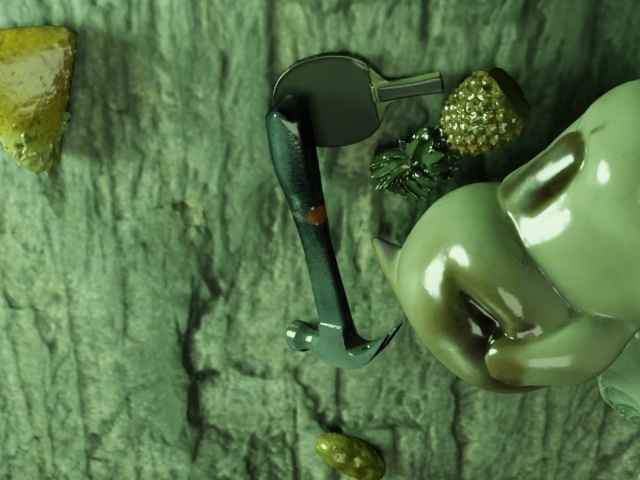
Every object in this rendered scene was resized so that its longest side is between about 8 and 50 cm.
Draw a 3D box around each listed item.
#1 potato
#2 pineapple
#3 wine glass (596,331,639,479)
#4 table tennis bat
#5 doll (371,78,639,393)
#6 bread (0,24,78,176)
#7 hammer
[{"bbox_3d":[0.038,0.240,1.294,0.092,0.045,0.046,32,122,-21],"label":"potato"},{"bbox_3d":[0.113,-0.091,1.055,0.159,0.074,0.074,-35,115,30],"label":"pineapple"},{"bbox_3d":[0.362,0.171,1.138,0.164,0.196,0.165,1,122,2],"label":"wine glass"},{"bbox_3d":[0.033,-0.131,1.062,0.158,0.014,0.095,-9,122,11],"label":"table tennis bat"},{"bbox_3d":[0.229,0.005,1.012,0.370,0.226,0.215,-38,113,25],"label":"doll"},{"bbox_3d":[-0.265,-0.143,1.052,0.136,0.054,0.154,-39,116,22],"label":"bread"},{"bbox_3d":[0.000,0.000,1.110,0.137,0.037,0.290,13,128,37],"label":"hammer"}]
